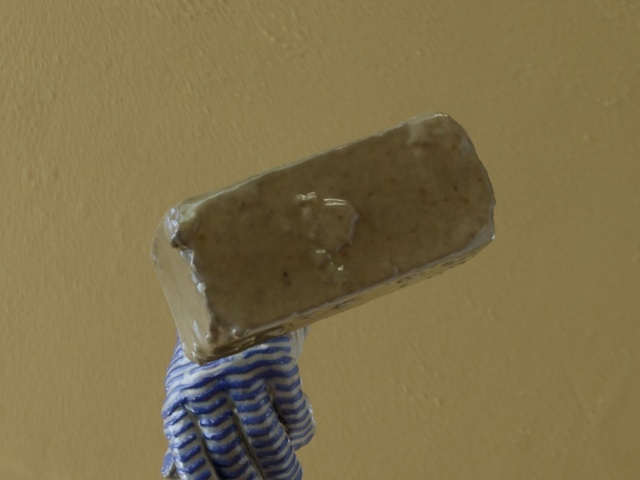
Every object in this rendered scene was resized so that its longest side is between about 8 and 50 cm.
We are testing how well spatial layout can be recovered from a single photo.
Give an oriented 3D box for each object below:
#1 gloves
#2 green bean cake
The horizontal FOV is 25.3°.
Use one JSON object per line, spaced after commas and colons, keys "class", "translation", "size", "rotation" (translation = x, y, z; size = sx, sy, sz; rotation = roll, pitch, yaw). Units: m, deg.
{"class": "gloves", "translation": [-0.056, 0.082, 0.949], "size": [0.097, 0.119, 0.229], "rotation": [17, -116, -41]}
{"class": "green bean cake", "translation": [0.000, 0.000, 0.793], "size": [0.179, 0.109, 0.085], "rotation": [-20, -97, -18]}
